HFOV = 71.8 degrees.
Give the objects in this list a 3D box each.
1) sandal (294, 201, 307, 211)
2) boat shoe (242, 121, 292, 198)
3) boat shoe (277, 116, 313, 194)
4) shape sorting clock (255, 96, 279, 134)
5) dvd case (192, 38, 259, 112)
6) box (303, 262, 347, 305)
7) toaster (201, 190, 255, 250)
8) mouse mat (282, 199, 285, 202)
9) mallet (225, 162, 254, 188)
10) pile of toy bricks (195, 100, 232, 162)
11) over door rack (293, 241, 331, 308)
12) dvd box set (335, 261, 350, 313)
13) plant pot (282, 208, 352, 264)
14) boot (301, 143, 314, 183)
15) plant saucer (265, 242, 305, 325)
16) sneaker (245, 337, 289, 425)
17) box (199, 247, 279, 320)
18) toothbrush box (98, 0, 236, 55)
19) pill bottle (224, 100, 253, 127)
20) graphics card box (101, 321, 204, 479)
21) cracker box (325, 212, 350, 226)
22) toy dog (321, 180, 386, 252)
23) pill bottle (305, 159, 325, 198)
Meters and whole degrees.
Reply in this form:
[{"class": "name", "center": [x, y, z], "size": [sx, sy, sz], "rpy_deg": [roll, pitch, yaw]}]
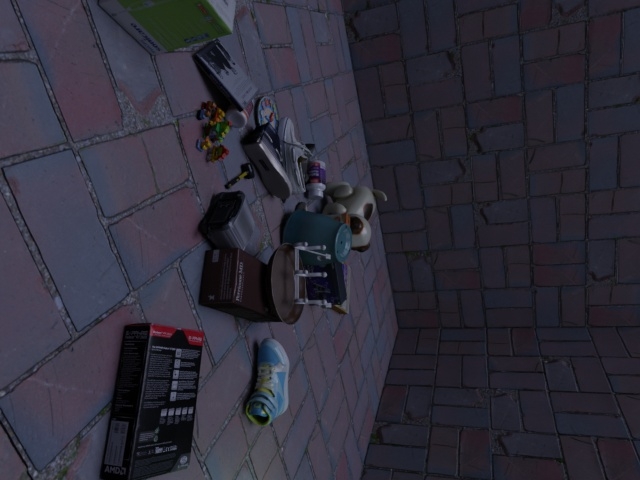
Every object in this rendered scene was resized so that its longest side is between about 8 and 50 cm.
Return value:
[{"class": "sandal", "center": [-0.097, -0.117, 2.196], "size": [0.219, 0.060, 0.089], "rpy_deg": [-61, 141, -55]}, {"class": "boat shoe", "center": [-0.196, -0.344, 1.889], "size": [0.340, 0.127, 0.158], "rpy_deg": [62, 38, -44]}, {"class": "boat shoe", "center": [-0.107, -0.397, 2.060], "size": [0.136, 0.157, 0.366], "rpy_deg": [12, 75, -77]}, {"class": "shape sorting clock", "center": [-0.229, -0.536, 1.973], "size": [0.206, 0.040, 0.206], "rpy_deg": [-5, 90, -69]}, {"class": "dvd case", "center": [-0.335, -0.603, 1.611], "size": [0.238, 0.030, 0.179], "rpy_deg": [49, 36, -24]}, {"class": "box", "center": [0.021, 0.194, 2.265], "size": [0.103, 0.185, 0.261], "rpy_deg": [-37, 119, -66]}, {"class": "toaster", "center": [-0.313, -0.054, 1.529], "size": [0.146, 0.129, 0.226], "rpy_deg": [67, 26, -44]}, {"class": "mouse mat", "center": [-0.187, -0.289, 2.079], "size": [0.189, 0.007, 0.152], "rpy_deg": [64, 30, -42]}, {"class": "mallet", "center": [-0.314, -0.251, 1.702], "size": [0.190, 0.039, 0.062], "rpy_deg": [-45, 128, -59]}, {"class": "pile of toy bricks", "center": [-0.353, -0.386, 1.525], "size": [0.118, 0.105, 0.212], "rpy_deg": [45, 44, -59]}, {"class": "over door rack", "center": [-0.010, 0.147, 1.800], "size": [0.324, 0.108, 0.239], "rpy_deg": [29, 58, -66]}, {"class": "dvd box set", "center": [0.083, 0.245, 2.589], "size": [0.420, 0.062, 0.307], "rpy_deg": [42, 47, -61]}, {"class": "plant pot", "center": [0.000, 0.000, 2.080], "size": [0.272, 0.255, 0.271], "rpy_deg": [-26, 120, -58]}, {"class": "boot", "center": [-0.089, -0.391, 2.282], "size": [0.246, 0.084, 0.161], "rpy_deg": [-59, 146, -48]}, {"class": "plant saucer", "center": [-0.135, 0.165, 1.678], "size": [0.311, 0.050, 0.310], "rpy_deg": [-6, 90, -69]}, {"class": "sneaker", "center": [-0.207, 0.548, 1.678], "size": [0.208, 0.127, 0.318], "rpy_deg": [-21, 104, -70]}, {"class": "box", "center": [-0.261, 0.173, 1.599], "size": [0.381, 0.143, 0.191], "rpy_deg": [39, 49, -60]}, {"class": "toothbrush box", "center": [-0.405, -0.642, 1.195], "size": [0.206, 0.283, 0.122], "rpy_deg": [37, 50, -62]}, {"class": "pill bottle", "center": [-0.306, -0.510, 1.700], "size": [0.086, 0.086, 0.152], "rpy_deg": [63, 31, -45]}, {"class": "graphics card box", "center": [-0.428, 0.416, 1.171], "size": [0.233, 0.094, 0.370], "rpy_deg": [38, 50, -63]}, {"class": "cracker box", "center": [0.034, -0.048, 2.284], "size": [0.067, 0.232, 0.155], "rpy_deg": [41, 48, -63]}, {"class": "toy dog", "center": [0.183, -0.110, 2.496], "size": [0.407, 0.396, 0.284], "rpy_deg": [-85, 168, -46]}, {"class": "pill bottle", "center": [-0.026, -0.321, 2.361], "size": [0.108, 0.108, 0.193], "rpy_deg": [28, 59, -66]}]
